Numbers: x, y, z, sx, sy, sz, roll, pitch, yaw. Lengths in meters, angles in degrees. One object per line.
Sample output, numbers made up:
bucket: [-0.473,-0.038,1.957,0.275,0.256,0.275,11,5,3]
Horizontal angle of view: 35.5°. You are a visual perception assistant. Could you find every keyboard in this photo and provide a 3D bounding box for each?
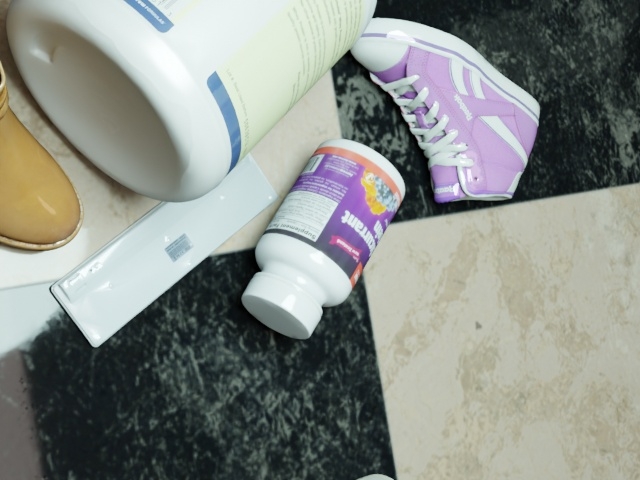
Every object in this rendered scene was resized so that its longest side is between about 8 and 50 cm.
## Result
keyboard: [-0.147,-0.001,0.995,0.256,0.014,0.072,-41,112,-28]

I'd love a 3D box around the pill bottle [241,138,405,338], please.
pill bottle: [0.000,0.000,1.030,0.108,0.108,0.194,40,66,-23]

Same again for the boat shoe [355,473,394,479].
boat shoe: [0.010,0.412,1.000,0.158,0.127,0.341,47,71,-27]

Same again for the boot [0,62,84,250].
boot: [-0.273,-0.106,0.799,0.109,0.220,0.283,-46,109,-28]

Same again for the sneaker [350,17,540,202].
sneaker: [0.136,-0.134,1.138,0.282,0.102,0.161,25,75,-28]

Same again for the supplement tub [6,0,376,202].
supplement tub: [-0.094,-0.218,0.916,0.235,0.235,0.325,51,62,-18]
